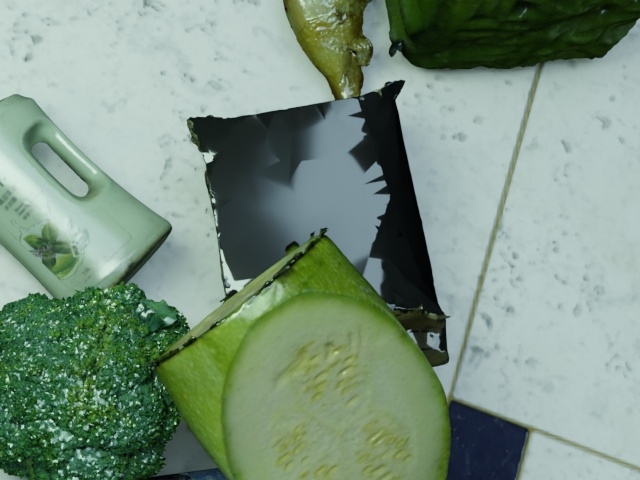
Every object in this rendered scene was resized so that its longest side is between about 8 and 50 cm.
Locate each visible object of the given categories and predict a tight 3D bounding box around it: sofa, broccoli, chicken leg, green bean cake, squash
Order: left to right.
[{"bbox_3d":[-0.193,0.120,1.440,0.195,0.156,0.195,-1,83,7],"label":"broccoli"},{"bbox_3d":[0.000,0.000,1.566,0.200,0.182,0.258,-11,75,-2],"label":"sofa"},{"bbox_3d":[0.009,0.143,1.371,0.189,0.189,0.260,-38,94,-24],"label":"squash"},{"bbox_3d":[0.020,-0.188,1.666,0.093,0.070,0.178,-13,84,-27],"label":"chicken leg"},{"bbox_3d":[0.198,-0.269,1.641,0.247,0.250,0.156,-5,74,-19],"label":"green bean cake"}]

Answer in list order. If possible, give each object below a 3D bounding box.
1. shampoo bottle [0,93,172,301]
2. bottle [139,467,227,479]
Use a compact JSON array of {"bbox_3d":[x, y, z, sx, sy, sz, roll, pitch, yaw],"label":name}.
[{"bbox_3d":[-0.251,-0.048,1.520,0.234,0.087,0.118,43,75,0],"label":"shampoo bottle"},{"bbox_3d":[-0.115,0.240,1.467,0.330,0.093,0.093,-6,75,-19],"label":"bottle"}]
